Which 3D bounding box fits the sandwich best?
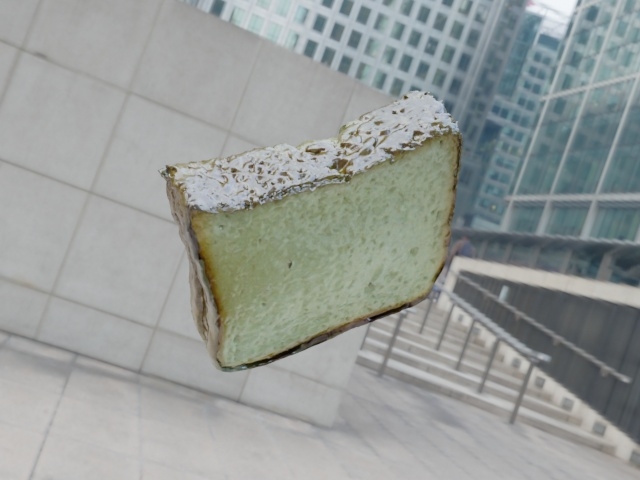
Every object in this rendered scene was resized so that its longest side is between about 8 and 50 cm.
[{"bbox_3d":[0.000,0.000,0.815,0.301,0.271,0.099,-20,51,-20],"label":"sandwich"}]
